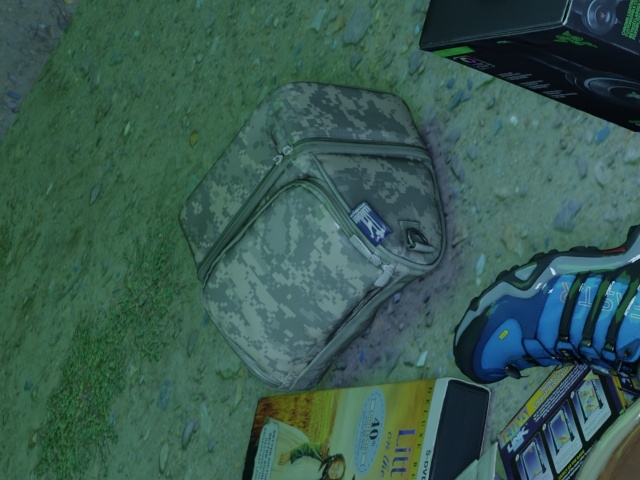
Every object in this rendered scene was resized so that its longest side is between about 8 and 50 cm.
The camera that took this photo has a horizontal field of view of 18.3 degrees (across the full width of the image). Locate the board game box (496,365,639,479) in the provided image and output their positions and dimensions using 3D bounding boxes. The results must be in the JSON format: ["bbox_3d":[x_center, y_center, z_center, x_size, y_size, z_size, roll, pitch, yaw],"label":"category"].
[{"bbox_3d":[0.241,0.186,1.853,0.170,0.048,0.141,-53,30,32],"label":"board game box"}]

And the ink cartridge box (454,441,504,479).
[{"bbox_3d":[0.151,0.301,1.863,0.225,0.056,0.181,121,158,-67],"label":"ink cartridge box"}]

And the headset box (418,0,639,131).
[{"bbox_3d":[0.261,-0.204,1.796,0.246,0.283,0.131,2,75,62],"label":"headset box"}]

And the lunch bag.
[{"bbox_3d":[0.000,0.000,2.270,0.305,0.212,0.256,-48,52,40],"label":"lunch bag"}]

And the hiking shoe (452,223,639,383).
[{"bbox_3d":[0.248,0.074,1.769,0.304,0.113,0.132,-28,54,29],"label":"hiking shoe"}]

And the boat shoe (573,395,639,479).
[{"bbox_3d":[0.267,0.260,1.705,0.120,0.122,0.324,40,113,29],"label":"boat shoe"}]

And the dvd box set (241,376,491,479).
[{"bbox_3d":[0.023,0.312,2.172,0.420,0.062,0.308,-12,63,60],"label":"dvd box set"}]
